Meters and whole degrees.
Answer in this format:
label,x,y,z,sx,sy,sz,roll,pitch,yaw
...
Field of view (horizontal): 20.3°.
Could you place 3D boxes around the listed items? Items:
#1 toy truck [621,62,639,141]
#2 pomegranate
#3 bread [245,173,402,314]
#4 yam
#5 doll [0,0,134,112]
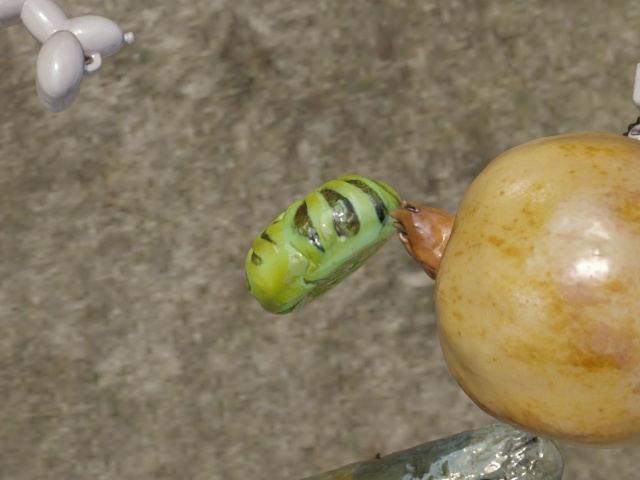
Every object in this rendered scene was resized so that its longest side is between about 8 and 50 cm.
label,x,y,z,sx,sy,sz,roll,pitch,yaw
toy truck,0.307,-0.020,1.427,0.136,0.111,0.286,45,38,-40
pomegranate,0.166,0.032,1.098,0.207,0.207,0.207,11,75,-46
bread,0.000,0.000,1.445,0.130,0.139,0.071,-19,70,-52
yam,0.103,0.277,1.915,0.133,0.330,0.133,-22,90,-78
doll,-0.237,-0.176,1.427,0.161,0.059,0.160,-16,71,-19
